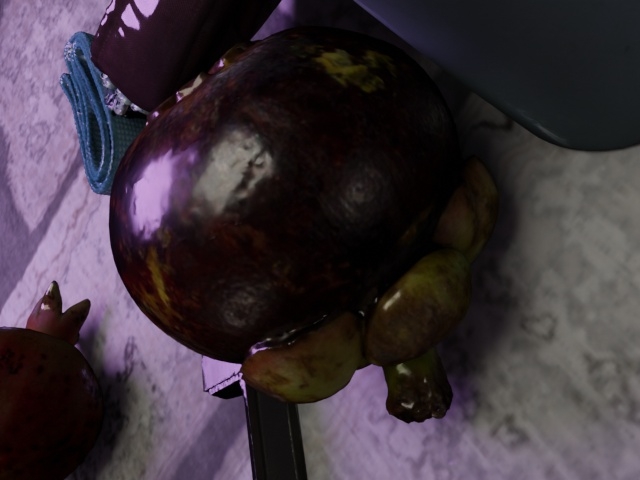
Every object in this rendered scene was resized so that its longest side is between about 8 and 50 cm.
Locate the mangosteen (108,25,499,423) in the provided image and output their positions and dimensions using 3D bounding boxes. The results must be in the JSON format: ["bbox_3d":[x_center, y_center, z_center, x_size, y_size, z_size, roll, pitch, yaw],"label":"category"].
[{"bbox_3d":[0.000,0.000,0.546,0.192,0.192,0.217,-34,95,34],"label":"mangosteen"}]

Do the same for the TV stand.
[{"bbox_3d":[-0.035,0.171,0.607,0.049,0.040,0.257,-31,55,36],"label":"TV stand"}]

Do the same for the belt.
[{"bbox_3d":[-0.163,-0.117,0.833,0.100,0.065,0.179,-57,44,30],"label":"belt"}]

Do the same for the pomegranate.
[{"bbox_3d":[-0.211,0.112,0.774,0.129,0.129,0.159,-2,31,46],"label":"pomegranate"}]

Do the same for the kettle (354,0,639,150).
[{"bbox_3d":[0.090,-0.168,0.447,0.210,0.243,0.160,-43,49,26],"label":"kettle"}]

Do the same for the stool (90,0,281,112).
[{"bbox_3d":[-0.078,-0.225,0.606,0.272,0.178,0.272,-53,4,5],"label":"stool"}]
